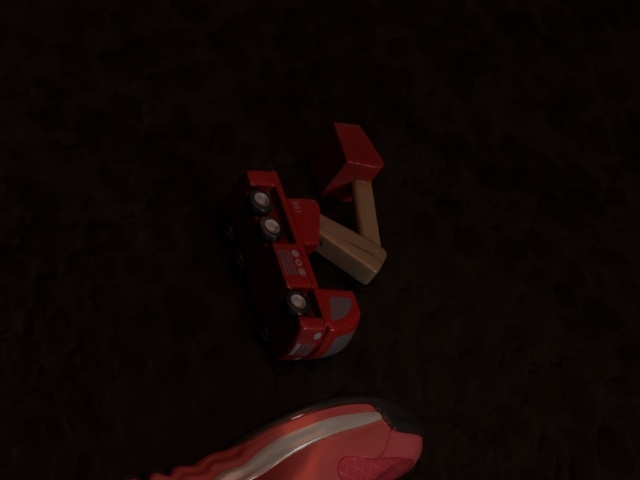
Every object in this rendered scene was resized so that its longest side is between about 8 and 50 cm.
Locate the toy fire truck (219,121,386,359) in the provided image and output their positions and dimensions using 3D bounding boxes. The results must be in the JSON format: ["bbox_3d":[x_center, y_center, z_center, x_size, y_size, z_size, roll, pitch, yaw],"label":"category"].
[{"bbox_3d":[0.000,0.000,1.380,0.135,0.047,0.192,2,54,-35],"label":"toy fire truck"}]

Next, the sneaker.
[{"bbox_3d":[-0.052,0.195,1.147,0.313,0.116,0.136,-19,76,-36],"label":"sneaker"}]
